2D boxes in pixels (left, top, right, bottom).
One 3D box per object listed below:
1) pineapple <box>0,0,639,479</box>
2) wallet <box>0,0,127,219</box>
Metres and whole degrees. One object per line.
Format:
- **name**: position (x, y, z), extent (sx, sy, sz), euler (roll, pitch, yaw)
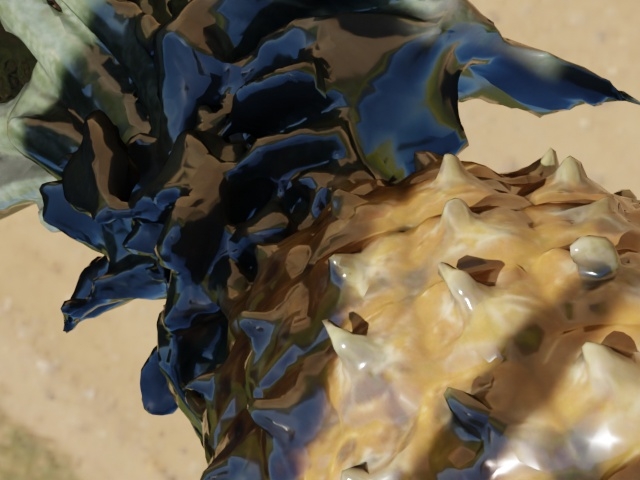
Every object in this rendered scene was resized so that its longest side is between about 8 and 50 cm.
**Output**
- **pineapple**: position (0.000, -0.003, 0.503), extent (0.165, 0.364, 0.165), euler (-20, 132, -24)
- **wallet**: position (-0.155, -0.110, 0.684), extent (0.062, 0.406, 0.228), euler (0, 110, 38)
